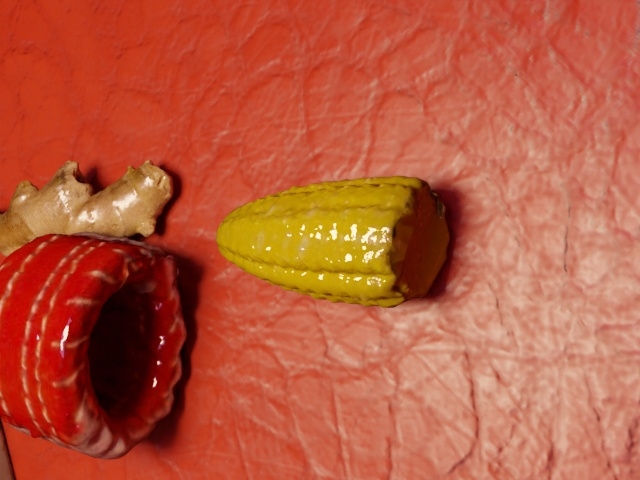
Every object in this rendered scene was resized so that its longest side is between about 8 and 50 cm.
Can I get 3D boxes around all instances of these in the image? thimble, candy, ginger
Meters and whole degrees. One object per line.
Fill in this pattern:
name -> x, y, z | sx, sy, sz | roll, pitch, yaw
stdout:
thimble -> -0.208, 0.091, 0.992 | 0.125, 0.163, 0.189 | 8, 98, 30
candy -> 0.000, 0.000, 0.931 | 0.199, 0.094, 0.106 | 2, 52, 33
ginger -> -0.270, -0.028, 1.090 | 0.288, 0.075, 0.089 | -6, 97, 24

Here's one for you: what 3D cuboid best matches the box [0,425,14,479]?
box -> -0.397, 0.262, 1.073 | 0.145, 0.173, 0.333 | -25, 75, 25
